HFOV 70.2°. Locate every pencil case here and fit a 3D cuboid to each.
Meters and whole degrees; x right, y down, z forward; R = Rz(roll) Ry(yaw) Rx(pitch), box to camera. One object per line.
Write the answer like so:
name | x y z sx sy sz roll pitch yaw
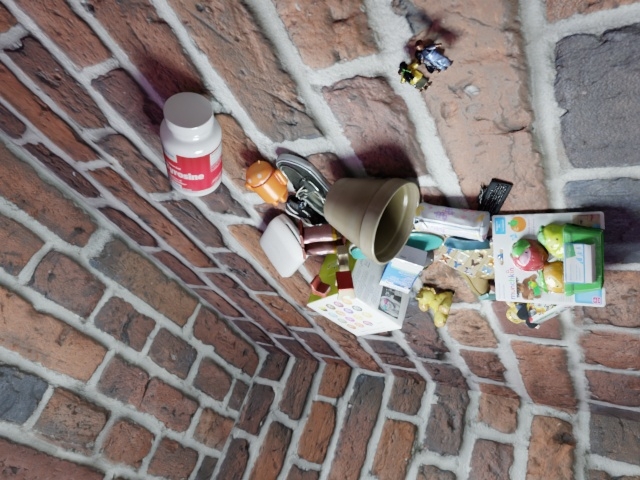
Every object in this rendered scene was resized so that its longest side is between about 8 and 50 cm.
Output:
pencil case | 0.486 -0.071 1.695 0.273 0.113 0.124 11 -171 30

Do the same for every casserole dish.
casserole dish | 0.553 0.007 1.713 0.188 0.037 0.114 -3 -166 -28

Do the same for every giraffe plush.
giraffe plush | 0.552 0.304 2.233 0.170 0.210 0.181 18 175 19

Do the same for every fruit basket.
fruit basket | 0.782 0.067 1.582 0.353 0.165 0.327 -1 99 29

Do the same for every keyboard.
keyboard | 0.600 -0.140 1.614 0.100 0.038 0.192 16 149 12

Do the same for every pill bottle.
pill bottle | -0.504 -0.371 1.795 0.229 0.229 0.408 22 150 1

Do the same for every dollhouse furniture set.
dollhouse furniture set | 0.022 0.072 1.918 0.201 0.374 0.152 -7 131 0

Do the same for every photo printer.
photo printer | -0.176 0.025 2.246 0.256 0.107 0.307 56 150 8

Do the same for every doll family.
doll family | 0.276 -0.480 1.250 0.111 0.076 0.193 34 144 -11

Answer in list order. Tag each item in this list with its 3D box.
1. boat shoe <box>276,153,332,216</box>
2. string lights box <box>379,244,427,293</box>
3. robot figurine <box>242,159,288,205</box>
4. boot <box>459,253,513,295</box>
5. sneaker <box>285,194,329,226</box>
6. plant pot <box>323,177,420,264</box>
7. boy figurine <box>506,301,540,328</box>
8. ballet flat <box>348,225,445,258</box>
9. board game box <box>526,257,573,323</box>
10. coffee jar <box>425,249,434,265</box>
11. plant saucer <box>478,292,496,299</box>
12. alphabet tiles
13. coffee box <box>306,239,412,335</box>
boat shoe | -0.049 -0.216 1.846 0.335 0.119 0.121 36 148 -22
string lights box | 0.338 0.120 1.894 0.133 0.077 0.260 18 150 5
robot figurine | -0.228 -0.243 1.915 0.158 0.128 0.219 26 162 50
boot | 0.753 0.147 1.928 0.236 0.089 0.269 40 145 -28
sneaker | -0.055 -0.133 2.026 0.217 0.079 0.121 22 152 3
plant pot | 0.174 -0.107 1.727 0.280 0.323 0.323 24 155 31
boy figurine | 0.895 0.321 2.034 0.177 0.092 0.285 45 -178 10
ballet flat | 0.309 -0.020 1.901 0.400 0.139 0.139 -10 140 18
board game box | 0.906 0.184 1.774 0.053 0.193 0.305 6 151 -8
coffee jar | 0.436 0.080 1.980 0.096 0.079 0.184 1 169 4
plant saucer | 0.803 0.249 2.039 0.192 0.018 0.067 -1 158 -21
alphabet tiles | 0.598 0.019 1.826 0.285 0.011 0.342 28 145 11
coffee box | 0.196 0.212 2.158 0.334 0.338 0.337 34 148 -19
